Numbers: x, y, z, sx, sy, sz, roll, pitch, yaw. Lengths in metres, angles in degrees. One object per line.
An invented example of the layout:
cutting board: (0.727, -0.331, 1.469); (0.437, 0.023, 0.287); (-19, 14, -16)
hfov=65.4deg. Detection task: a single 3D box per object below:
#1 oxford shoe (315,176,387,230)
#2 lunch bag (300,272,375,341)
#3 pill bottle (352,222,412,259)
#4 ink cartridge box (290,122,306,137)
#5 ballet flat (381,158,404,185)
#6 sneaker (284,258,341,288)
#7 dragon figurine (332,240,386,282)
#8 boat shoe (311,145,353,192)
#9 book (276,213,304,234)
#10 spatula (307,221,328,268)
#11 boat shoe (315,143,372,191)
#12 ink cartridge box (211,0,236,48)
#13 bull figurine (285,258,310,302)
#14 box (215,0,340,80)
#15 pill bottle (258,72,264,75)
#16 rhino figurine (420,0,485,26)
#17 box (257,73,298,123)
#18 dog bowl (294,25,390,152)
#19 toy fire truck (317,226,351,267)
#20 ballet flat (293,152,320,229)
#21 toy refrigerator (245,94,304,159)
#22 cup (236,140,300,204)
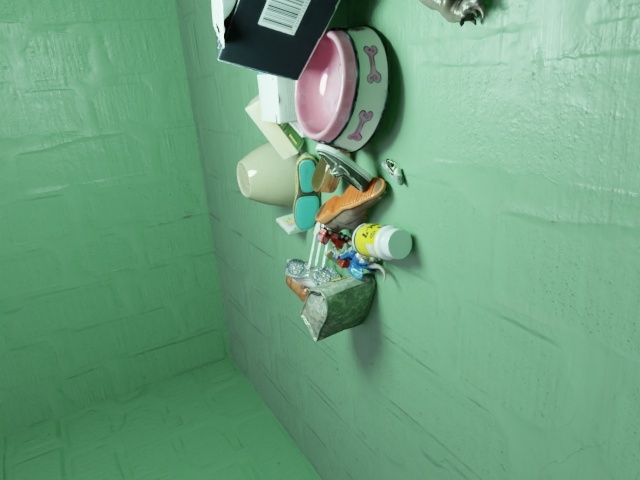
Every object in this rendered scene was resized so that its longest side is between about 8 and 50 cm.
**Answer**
oxford shoe: (0.135, -0.123, 1.818); (0.132, 0.130, 0.363); (37, 149, -20)
lunch bag: (0.071, 0.239, 1.959); (0.169, 0.235, 0.287); (58, 149, 28)
pill bottle: (0.209, 0.004, 1.697); (0.208, 0.119, 0.119); (9, 111, 61)
ink cartridge box: (-0.058, -0.542, 1.975); (0.160, 0.092, 0.219); (52, 145, 40)
ballet flat: (0.238, -0.227, 1.614); (0.114, 0.041, 0.041); (56, 148, 33)
sneaker: (-0.012, 0.169, 2.196); (0.297, 0.111, 0.129); (22, 161, 28)
dragon figurine: (0.157, 0.088, 1.873); (0.289, 0.085, 0.144); (43, 141, 33)
boat shoe: (0.066, -0.310, 1.851); (0.109, 0.098, 0.302); (55, 130, 46)
book: (-0.137, -0.076, 2.371); (0.144, 0.096, 0.035); (42, 138, 48)
spatula: (0.000, 0.000, 2.117); (0.168, 0.019, 0.242); (-6, 70, 59)
boat shoe: (0.070, -0.242, 1.671); (0.219, 0.070, 0.078); (32, 173, -11)
ink cartridge box: (-0.282, -0.714, 1.457); (0.232, 0.066, 0.189); (90, 161, -45)
bull figurine: (-0.075, 0.212, 2.395); (0.310, 0.101, 0.188); (30, 122, 48)
box: (-0.135, -0.860, 1.549); (0.480, 0.297, 0.472); (-51, 40, 48)
pill bottle: (-0.188, -0.685, 2.100); (0.146, 0.146, 0.264); (26, 126, 57)
rhino figurine: (0.322, -0.594, 1.216); (0.243, 0.073, 0.106); (54, 143, 34)
box: (-0.148, -0.548, 1.908); (0.182, 0.119, 0.181); (29, 127, 56)
dog bowl: (0.051, -0.496, 1.630); (0.408, 0.150, 0.408); (4, 95, 62)
toy fire truck: (0.056, 0.030, 1.995); (0.047, 0.192, 0.135); (36, 105, 52)
ballet flat: (-0.060, -0.214, 2.150); (0.123, 0.123, 0.349); (43, 140, 48)
toy refrigerator: (-0.183, -0.482, 2.085); (0.094, 0.102, 0.269); (-19, 122, 33)
cup: (-0.250, -0.302, 2.321); (0.331, 0.237, 0.331); (40, 138, 50)
